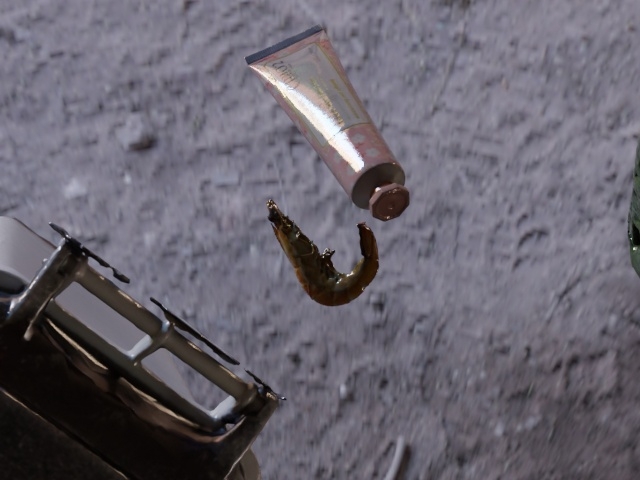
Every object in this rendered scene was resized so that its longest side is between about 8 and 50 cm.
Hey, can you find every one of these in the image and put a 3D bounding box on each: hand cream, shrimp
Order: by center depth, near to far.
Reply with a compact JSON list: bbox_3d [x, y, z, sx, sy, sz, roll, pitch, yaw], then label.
[{"bbox_3d":[0.011,-0.092,1.330,0.067,0.043,0.209,-27,48,-6],"label":"hand cream"},{"bbox_3d":[0.000,0.000,1.659,0.091,0.025,0.127,-44,81,20],"label":"shrimp"}]

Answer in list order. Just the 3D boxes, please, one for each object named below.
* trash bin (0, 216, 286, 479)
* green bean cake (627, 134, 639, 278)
[{"bbox_3d":[-0.200,0.118,1.223,0.256,0.367,0.296,37,97,-15],"label":"trash bin"},{"bbox_3d":[0.284,-0.001,1.197,0.094,0.173,0.181,-17,54,-15],"label":"green bean cake"}]
